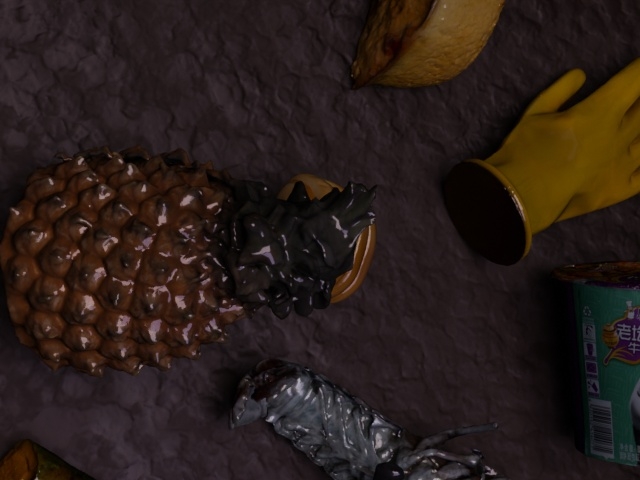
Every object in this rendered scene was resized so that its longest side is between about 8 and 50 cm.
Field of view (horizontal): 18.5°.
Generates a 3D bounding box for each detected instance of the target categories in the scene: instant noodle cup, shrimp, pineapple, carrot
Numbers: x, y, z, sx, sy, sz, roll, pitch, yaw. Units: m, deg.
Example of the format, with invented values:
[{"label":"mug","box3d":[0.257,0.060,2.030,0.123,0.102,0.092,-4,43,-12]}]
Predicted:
[{"label":"instant noodle cup","box3d":[0.360,0.126,2.022,0.251,0.251,0.190,-1,95,-21]},{"label":"shrimp","box3d":[0.093,0.251,1.955,0.410,0.166,0.221,40,107,0]},{"label":"pineapple","box3d":[-0.100,0.010,1.782,0.357,0.223,0.223,-6,88,20]},{"label":"carrot","box3d":[-0.231,0.262,1.862,0.173,0.082,0.082,35,75,-19]}]

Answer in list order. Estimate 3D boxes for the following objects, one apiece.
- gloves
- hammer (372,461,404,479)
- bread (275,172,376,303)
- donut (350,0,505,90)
[{"label":"gloves","box3d":[0.278,-0.092,2.085,0.294,0.116,0.133,-32,125,-29]},{"label":"hammer","box3d":[0.028,0.304,1.901,0.103,0.029,0.246,15,125,-4]},{"label":"bread","box3d":[0.000,0.000,1.938,0.084,0.177,0.119,13,86,18]},{"label":"donut","box3d":[0.137,-0.289,2.011,0.112,0.151,0.295,16,80,-29]}]
